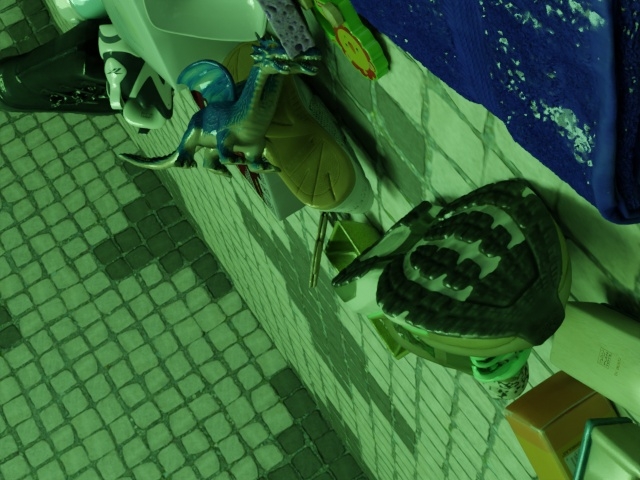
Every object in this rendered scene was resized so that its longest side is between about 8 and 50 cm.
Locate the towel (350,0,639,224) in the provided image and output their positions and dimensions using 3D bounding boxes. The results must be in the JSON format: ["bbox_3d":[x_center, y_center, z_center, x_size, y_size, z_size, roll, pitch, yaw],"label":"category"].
[{"bbox_3d":[0.090,-0.158,0.580,0.308,0.076,0.228,49,165,38],"label":"towel"}]

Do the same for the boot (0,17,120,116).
[{"bbox_3d":[-0.355,-0.321,1.725,0.445,0.367,0.146,-5,101,52],"label":"boot"}]

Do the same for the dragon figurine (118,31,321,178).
[{"bbox_3d":[-0.110,-0.148,1.062,0.289,0.085,0.144,-2,82,47],"label":"dragon figurine"}]

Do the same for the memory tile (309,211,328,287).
[{"bbox_3d":[0.000,0.000,1.355,0.148,0.012,0.113,96,-176,-72],"label":"memory tile"}]

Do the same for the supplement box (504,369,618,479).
[{"bbox_3d":[0.266,0.242,0.896,0.233,0.080,0.078,62,169,-13],"label":"supplement box"}]

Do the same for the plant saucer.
[{"bbox_3d":[0.082,0.061,1.268,0.188,0.045,0.188,56,169,8],"label":"plant saucer"}]

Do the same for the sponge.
[{"bbox_3d":[-0.070,-0.280,0.886,0.210,0.031,0.117,54,-167,-46],"label":"sponge"}]

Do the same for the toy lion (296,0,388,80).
[{"bbox_3d":[0.024,-0.194,0.887,0.100,0.034,0.096,44,170,51],"label":"toy lion"}]

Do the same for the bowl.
[{"bbox_3d":[-0.124,-0.288,1.046,0.142,0.142,0.053,92,-174,-61],"label":"bowl"}]

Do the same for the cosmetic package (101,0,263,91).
[{"bbox_3d":[-0.207,-0.343,1.191,0.224,0.138,0.224,43,161,48],"label":"cosmetic package"}]

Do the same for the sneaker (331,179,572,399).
[{"bbox_3d":[0.145,0.062,0.844,0.182,0.158,0.410,47,176,-7],"label":"sneaker"}]

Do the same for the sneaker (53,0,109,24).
[{"bbox_3d":[-0.366,-0.530,1.485,0.135,0.150,0.366,-50,-49,-58],"label":"sneaker"}]

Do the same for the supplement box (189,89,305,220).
[{"bbox_3d":[-0.104,-0.156,1.408,0.239,0.073,0.130,51,167,33],"label":"supplement box"}]

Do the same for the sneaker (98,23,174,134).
[{"bbox_3d":[-0.249,-0.234,1.444,0.235,0.094,0.153,-4,-84,-71],"label":"sneaker"}]

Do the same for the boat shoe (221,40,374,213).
[{"bbox_3d":[-0.030,-0.127,1.123,0.096,0.098,0.277,26,-154,-55],"label":"boat shoe"}]

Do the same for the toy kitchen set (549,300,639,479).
[{"bbox_3d":[0.266,0.164,0.736,0.122,0.166,0.207,-146,63,-62],"label":"toy kitchen set"}]
